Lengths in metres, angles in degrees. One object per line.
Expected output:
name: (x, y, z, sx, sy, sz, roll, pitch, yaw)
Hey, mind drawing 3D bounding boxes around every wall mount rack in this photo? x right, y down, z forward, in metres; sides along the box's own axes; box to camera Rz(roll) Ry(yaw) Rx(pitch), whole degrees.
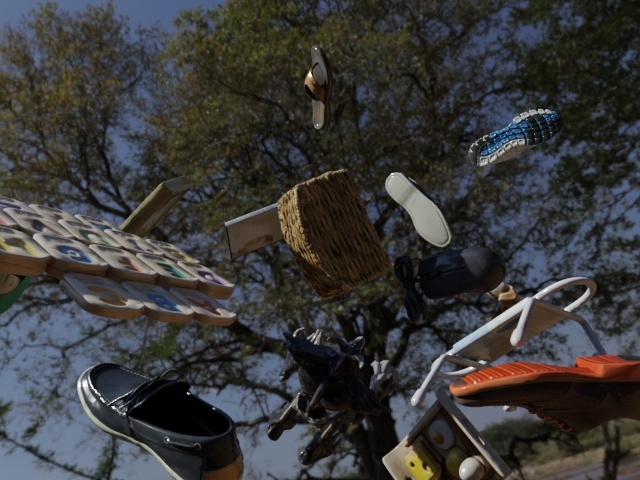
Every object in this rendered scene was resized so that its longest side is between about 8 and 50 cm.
wall mount rack: (0.314, 0.194, 0.917, 0.304, 0.130, 0.350, 19, -49, -35)

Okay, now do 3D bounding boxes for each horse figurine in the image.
horse figurine: (0.469, 0.146, 1.473, 0.174, 0.263, 0.066, -33, -22, -18)

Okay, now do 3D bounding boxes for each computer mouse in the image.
computer mouse: (0.327, 0.092, 1.348, 0.272, 0.188, 0.072, -17, -19, 13)

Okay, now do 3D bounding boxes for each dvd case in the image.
dvd case: (-0.180, -0.039, 1.711, 0.253, 0.022, 0.180, -23, -32, -18)

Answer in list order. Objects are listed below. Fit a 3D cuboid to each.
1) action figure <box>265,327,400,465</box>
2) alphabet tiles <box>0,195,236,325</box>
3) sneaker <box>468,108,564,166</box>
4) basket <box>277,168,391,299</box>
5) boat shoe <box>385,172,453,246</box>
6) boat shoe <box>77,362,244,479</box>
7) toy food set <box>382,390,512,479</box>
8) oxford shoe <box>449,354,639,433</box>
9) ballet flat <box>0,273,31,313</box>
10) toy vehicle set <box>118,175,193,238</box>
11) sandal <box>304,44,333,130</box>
action figure: (0.012, 0.191, 0.729, 0.141, 0.164, 0.275, -49, -12, -45)
alphabet tiles: (-0.227, 0.012, 0.563, 0.284, 0.278, 0.021, 18, -81, -54)
sneaker: (0.405, -0.209, 1.112, 0.191, 0.071, 0.083, -22, -12, 25)
basket: (0.000, 0.000, 1.403, 0.213, 0.299, 0.223, -25, 0, -31)
boat shoe: (0.281, -0.087, 1.484, 0.079, 0.254, 0.095, -8, -41, -52)
boat shoe: (-0.363, 0.377, 1.202, 0.187, 0.500, 0.156, -17, -60, -50)
toy food set: (0.278, 0.523, 1.250, 0.092, 0.219, 0.306, -12, -40, -41)
oxford shoe: (0.316, 0.216, 0.727, 0.271, 0.098, 0.097, -5, -4, 5)
ballet flat: (-0.662, 0.049, 1.168, 0.083, 0.247, 0.087, 32, -19, -1)
toy vehicle set: (-0.432, -0.046, 1.307, 0.267, 0.035, 0.166, -44, 7, 10)
sandal: (-0.013, -0.389, 1.391, 0.060, 0.090, 0.219, -14, -53, -24)
